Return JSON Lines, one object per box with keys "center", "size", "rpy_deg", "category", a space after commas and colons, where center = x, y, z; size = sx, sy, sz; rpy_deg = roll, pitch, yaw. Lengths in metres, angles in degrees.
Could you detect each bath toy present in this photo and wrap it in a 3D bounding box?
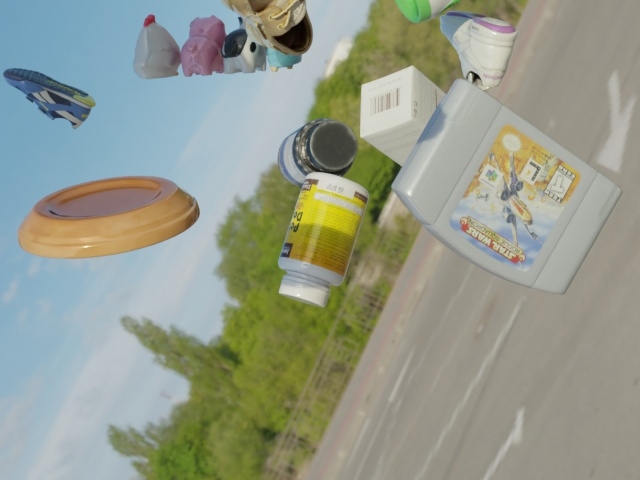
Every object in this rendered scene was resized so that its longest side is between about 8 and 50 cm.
{"center": [-0.210, -0.390, 1.914], "size": [0.151, 0.348, 0.129], "rpy_deg": [-38, -55, -67], "category": "bath toy"}

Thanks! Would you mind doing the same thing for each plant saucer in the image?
{"center": [-0.234, -0.032, 1.075], "size": [0.200, 0.200, 0.037], "rpy_deg": [-61, -32, -66], "category": "plant saucer"}

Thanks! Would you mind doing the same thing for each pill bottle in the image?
{"center": [0.000, 0.000, 1.661], "size": [0.117, 0.117, 0.215], "rpy_deg": [100, -173, -82], "category": "pill bottle"}
{"center": [-0.003, -0.170, 1.885], "size": [0.123, 0.123, 0.219], "rpy_deg": [-65, 13, -9], "category": "pill bottle"}

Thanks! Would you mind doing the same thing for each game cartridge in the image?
{"center": [0.252, -0.056, 1.313], "size": [0.198, 0.297, 0.062], "rpy_deg": [-62, 20, -5], "category": "game cartridge"}

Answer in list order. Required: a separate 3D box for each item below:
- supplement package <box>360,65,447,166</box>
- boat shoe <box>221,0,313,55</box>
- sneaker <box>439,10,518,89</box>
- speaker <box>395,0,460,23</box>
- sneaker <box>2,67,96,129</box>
{"center": [0.160, -0.194, 1.627], "size": [0.105, 0.179, 0.105], "rpy_deg": [-16, 60, 35], "category": "supplement package"}
{"center": [-0.038, -0.202, 0.819], "size": [0.063, 0.059, 0.170], "rpy_deg": [-61, -12, -1], "category": "boat shoe"}
{"center": [0.320, -0.406, 2.073], "size": [0.305, 0.114, 0.152], "rpy_deg": [-115, 29, -68], "category": "sneaker"}
{"center": [0.290, -0.556, 1.955], "size": [0.296, 0.131, 0.131], "rpy_deg": [-32, -8, -9], "category": "speaker"}
{"center": [-0.424, -0.220, 1.505], "size": [0.059, 0.144, 0.053], "rpy_deg": [-60, 14, 23], "category": "sneaker"}
